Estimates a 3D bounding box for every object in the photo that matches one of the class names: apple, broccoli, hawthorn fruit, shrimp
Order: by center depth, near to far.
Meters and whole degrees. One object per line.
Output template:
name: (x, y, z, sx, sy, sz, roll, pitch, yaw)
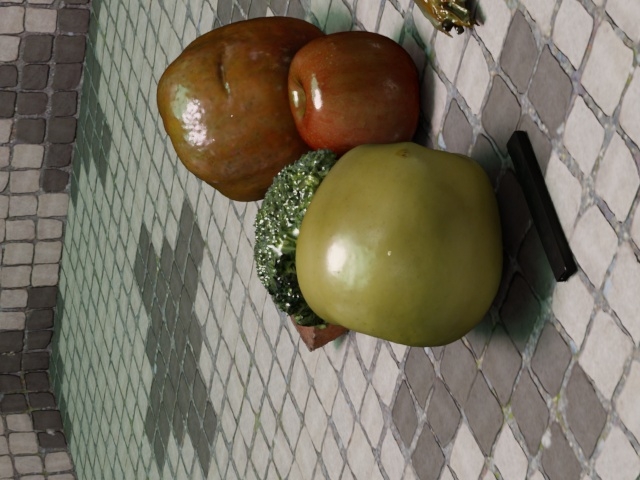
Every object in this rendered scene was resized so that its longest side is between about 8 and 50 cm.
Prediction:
apple: (0.094, 0.008, 1.747, 0.262, 0.262, 0.262, 177, 90, -69)
shrimp: (0.148, -0.336, 1.845, 0.217, 0.051, 0.115, -110, 29, -42)
broccoli: (-0.003, 0.001, 1.933, 0.176, 0.198, 0.226, -23, 96, 26)
apple: (0.046, -0.188, 1.963, 0.181, 0.168, 0.181, 171, 90, -69)
hawthorn fruit: (-0.079, -0.206, 2.169, 0.268, 0.301, 0.268, -17, -90, -80)

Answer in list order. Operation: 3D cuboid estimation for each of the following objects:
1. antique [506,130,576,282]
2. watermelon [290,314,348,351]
antique: (0.248, -0.040, 1.667, 0.031, 0.015, 0.192, 117, 144, -52)
watermelon: (0.001, 0.052, 2.187, 0.257, 0.139, 0.193, 96, 154, -47)
